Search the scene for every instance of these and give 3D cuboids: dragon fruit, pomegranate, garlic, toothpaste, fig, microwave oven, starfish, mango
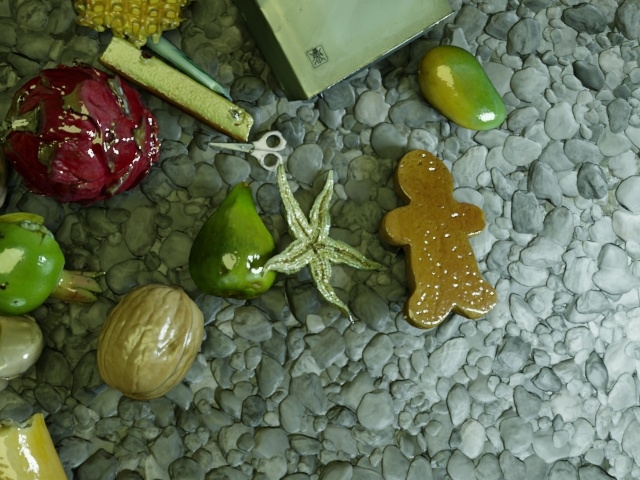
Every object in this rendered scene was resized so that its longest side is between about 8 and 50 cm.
[{"bbox_3d":[-0.512,-0.228,1.606,0.329,0.329,0.329,1,85,-6],"label":"dragon fruit"},{"bbox_3d":[-0.629,0.071,1.624,0.302,0.236,0.236,31,82,-29],"label":"pomegranate"},{"bbox_3d":[-0.750,0.264,1.596,0.281,0.203,0.185,9,120,-17],"label":"garlic"},{"bbox_3d":[-0.332,-0.426,1.764,0.297,0.075,0.048,37,94,1],"label":"toothpaste"},{"bbox_3d":[-0.198,-0.007,1.692,0.206,0.206,0.275,1,71,-6],"label":"fig"},{"bbox_3d":[0.037,-0.545,1.692,0.394,0.247,0.333,-31,107,-8],"label":"microwave oven"},{"bbox_3d":[-0.001,0.000,1.730,0.347,0.078,0.358,33,53,-21],"label":"starfish"},{"bbox_3d":[0.341,-0.362,1.805,0.251,0.114,0.156,47,72,-12],"label":"mango"}]

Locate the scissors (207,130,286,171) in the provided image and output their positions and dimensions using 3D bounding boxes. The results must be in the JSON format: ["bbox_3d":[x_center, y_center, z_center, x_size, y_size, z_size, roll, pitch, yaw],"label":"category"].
[{"bbox_3d":[-0.177,-0.222,1.784,0.189,0.015,0.100,6,87,-4],"label":"scissors"}]

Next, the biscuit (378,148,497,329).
[{"bbox_3d":[0.269,-0.010,1.766,0.283,0.064,0.432,-7,73,-23],"label":"biscuit"}]

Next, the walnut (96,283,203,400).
[{"bbox_3d":[-0.369,0.217,1.627,0.225,0.225,0.261,26,78,-3],"label":"walnut"}]

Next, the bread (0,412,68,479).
[{"bbox_3d":[-0.688,0.578,1.549,0.361,0.250,0.394,-23,91,-5],"label":"bread"}]

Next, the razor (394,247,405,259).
[{"bbox_3d":[0.275,0.066,1.793,0.190,0.033,0.066,33,83,-3],"label":"razor"}]

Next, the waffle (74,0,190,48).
[{"bbox_3d":[-0.426,-0.594,1.745,0.329,0.062,0.329,2,68,-4],"label":"waffle"}]

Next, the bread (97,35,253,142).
[{"bbox_3d":[-0.319,-0.338,1.679,0.361,0.138,0.077,28,93,-17],"label":"bread"}]

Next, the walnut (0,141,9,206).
[{"bbox_3d":[-0.808,-0.141,1.602,0.273,0.227,0.273,-6,52,7],"label":"walnut"}]
